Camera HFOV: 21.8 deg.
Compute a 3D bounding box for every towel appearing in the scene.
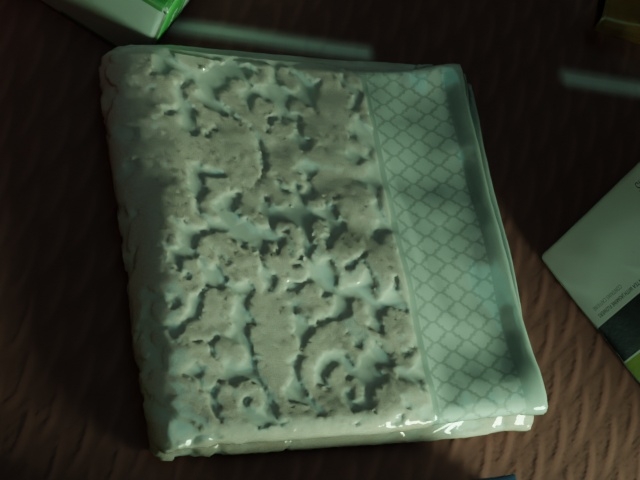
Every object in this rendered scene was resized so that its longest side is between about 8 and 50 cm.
[{"bbox_3d":[0.000,0.000,1.285,0.317,0.053,0.332,-1,64,-20],"label":"towel"}]

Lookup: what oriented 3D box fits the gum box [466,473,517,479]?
[{"bbox_3d":[0.086,0.267,1.185,0.157,0.041,0.184,-4,67,-22],"label":"gum box"}]

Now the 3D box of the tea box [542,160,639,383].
[{"bbox_3d":[0.402,0.023,1.256,0.220,0.329,0.323,-30,78,-30],"label":"tea box"}]

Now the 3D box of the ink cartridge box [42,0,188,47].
[{"bbox_3d":[-0.147,-0.272,1.348,0.153,0.087,0.208,32,59,-2],"label":"ink cartridge box"}]

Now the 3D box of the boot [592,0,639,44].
[{"bbox_3d":[0.380,-0.162,1.481,0.280,0.096,0.264,18,60,-10],"label":"boot"}]
